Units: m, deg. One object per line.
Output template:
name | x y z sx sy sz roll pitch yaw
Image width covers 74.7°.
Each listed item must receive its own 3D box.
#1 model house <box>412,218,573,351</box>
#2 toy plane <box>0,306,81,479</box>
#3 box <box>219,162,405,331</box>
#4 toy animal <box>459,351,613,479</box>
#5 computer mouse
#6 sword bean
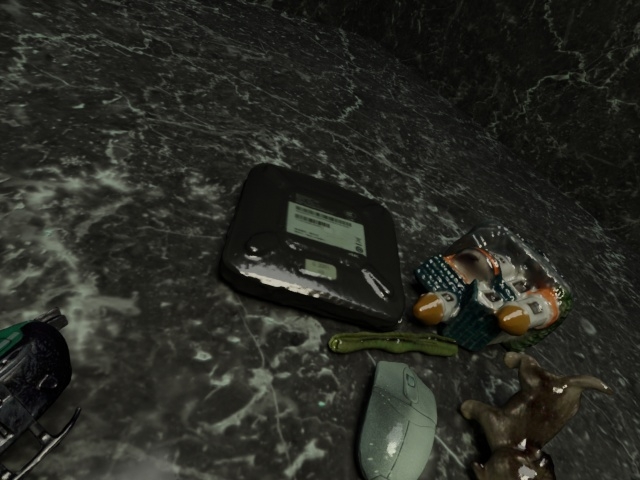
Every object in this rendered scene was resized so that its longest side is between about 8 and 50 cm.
model house | 0.312 0.100 0.847 0.300 0.190 0.271 -6 51 -38
toy plane | -0.343 0.180 0.327 0.155 0.106 0.382 7 39 28
box | 0.000 0.000 0.830 0.359 0.091 0.350 18 37 -14
toy animal | 0.317 0.291 0.648 0.121 0.233 0.168 37 -5 -8
computer mouse | 0.120 0.258 0.624 0.113 0.068 0.229 33 36 0
sword bean | 0.134 0.185 0.749 0.269 0.038 0.043 8 32 -27
